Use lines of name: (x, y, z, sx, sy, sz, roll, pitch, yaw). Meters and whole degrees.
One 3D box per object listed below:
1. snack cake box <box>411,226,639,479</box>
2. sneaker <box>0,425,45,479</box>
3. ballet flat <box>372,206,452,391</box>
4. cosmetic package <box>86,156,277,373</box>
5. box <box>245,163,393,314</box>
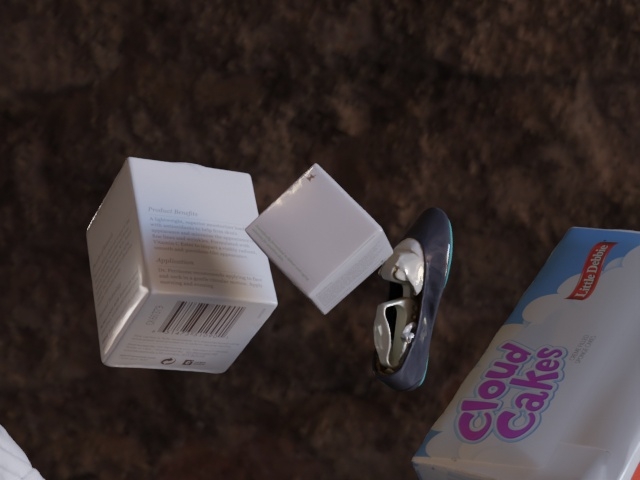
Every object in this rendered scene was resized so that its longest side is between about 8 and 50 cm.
snack cake box: (0.148, 0.144, 0.605, 0.089, 0.152, 0.264, 6, -49, 40)
sneaker: (-0.334, 0.232, 1.258, 0.129, 0.111, 0.297, 59, -1, -1)
ballet flat: (0.093, 0.061, 1.476, 0.074, 0.203, 0.074, 10, -2, 0)
cosmetic package: (-0.159, 0.029, 1.531, 0.151, 0.183, 0.151, 8, -39, -28)
box: (0.000, 0.000, 1.378, 0.101, 0.102, 0.087, 46, -4, 19)
